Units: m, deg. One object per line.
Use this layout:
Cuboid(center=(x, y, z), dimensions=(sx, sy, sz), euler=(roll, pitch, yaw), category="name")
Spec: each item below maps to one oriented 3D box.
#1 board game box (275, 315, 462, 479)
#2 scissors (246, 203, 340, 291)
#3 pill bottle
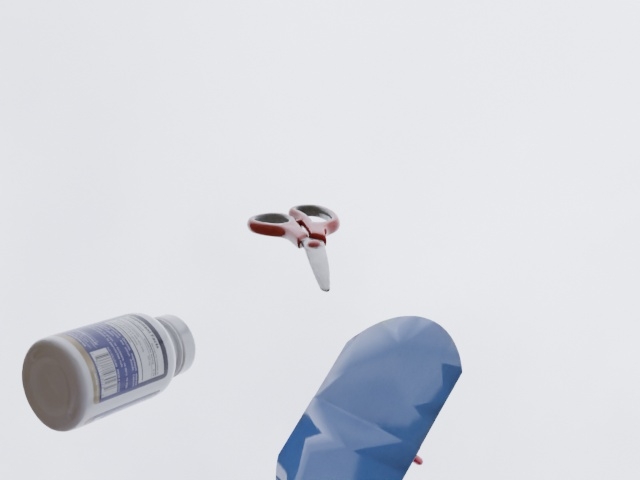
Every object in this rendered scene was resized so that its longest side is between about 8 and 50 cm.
Cuboid(center=(0.038, 0.132, 0.561), dimensions=(0.033, 0.169, 0.133), euler=(40, -16, -26), category="board game box")
Cuboid(center=(0.000, 0.000, 0.902), dimensions=(0.109, 0.297, 0.021), euler=(-7, -74, -19), category="scissors")
Cuboid(center=(-0.211, 0.127, 0.838), dimensions=(0.094, 0.169, 0.094), euler=(6, -80, 32), category="pill bottle")
